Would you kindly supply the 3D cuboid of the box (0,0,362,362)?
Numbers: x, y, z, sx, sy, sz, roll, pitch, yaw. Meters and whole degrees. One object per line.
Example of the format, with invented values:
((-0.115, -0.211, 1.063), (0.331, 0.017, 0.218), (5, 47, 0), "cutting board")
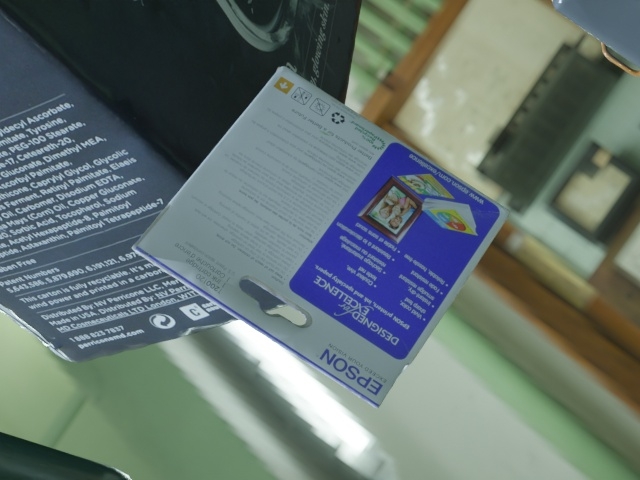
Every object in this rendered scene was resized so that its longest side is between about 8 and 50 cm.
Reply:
((-0.215, -0.231, 1.604), (0.472, 0.297, 0.480), (42, -136, -39), "box")

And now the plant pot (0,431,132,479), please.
((-0.230, 0.141, 0.438), (0.334, 0.341, 0.341), (12, -172, 0), "plant pot")

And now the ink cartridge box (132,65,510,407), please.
((0.000, 0.000, 1.340), (0.206, 0.208, 0.045), (33, 145, 5), "ink cartridge box")

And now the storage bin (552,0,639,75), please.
((0.163, -0.140, 0.957), (0.091, 0.098, 0.135), (27, -143, -17), "storage bin")
